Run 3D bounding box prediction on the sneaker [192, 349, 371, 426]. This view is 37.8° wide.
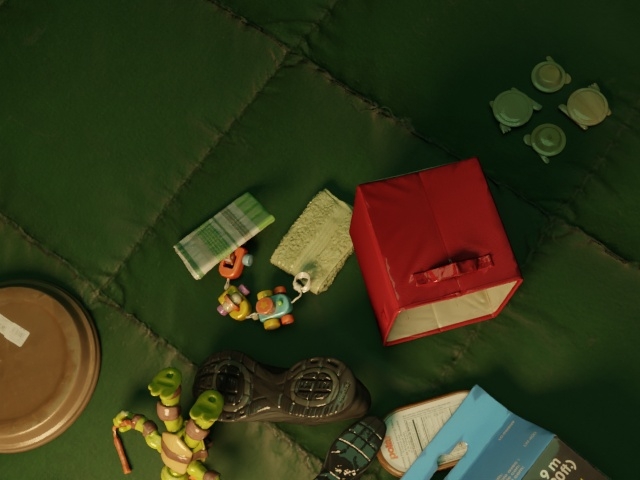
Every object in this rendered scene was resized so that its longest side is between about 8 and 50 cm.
[{"bbox_3d":[-0.059,0.229,1.366,0.286,0.130,0.109,2,68,30],"label":"sneaker"}]

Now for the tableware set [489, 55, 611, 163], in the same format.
[{"bbox_3d":[0.364,-0.210,1.488,0.169,0.020,0.141,-39,75,-7],"label":"tableware set"}]

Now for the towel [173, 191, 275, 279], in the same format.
[{"bbox_3d":[-0.149,-0.007,1.459,0.152,0.023,0.113,-36,35,-6],"label":"towel"}]

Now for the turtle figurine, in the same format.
[{"bbox_3d":[-0.189,0.295,1.335,0.269,0.217,0.087,37,43,25],"label":"turtle figurine"}]

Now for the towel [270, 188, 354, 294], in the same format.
[{"bbox_3d":[0.000,0.000,1.465,0.110,0.027,0.148,34,80,15],"label":"towel"}]

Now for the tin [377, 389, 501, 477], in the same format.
[{"bbox_3d":[0.170,0.280,1.361,0.190,0.040,0.106,-17,69,2],"label":"tin"}]

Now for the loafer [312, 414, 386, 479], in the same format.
[{"bbox_3d":[0.035,0.323,1.343,0.062,0.061,0.170,38,86,16],"label":"loafer"}]

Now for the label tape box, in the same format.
[{"bbox_3d":[0.276,0.389,1.258,0.334,0.106,0.240,39,82,7],"label":"label tape box"}]

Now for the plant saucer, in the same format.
[{"bbox_3d":[-0.482,0.189,1.460,0.278,0.041,0.278,-2,73,7],"label":"plant saucer"}]

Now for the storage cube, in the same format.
[{"bbox_3d":[0.156,0.020,1.345,0.184,0.215,0.193,-14,71,-7],"label":"storage cube"}]

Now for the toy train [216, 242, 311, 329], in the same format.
[{"bbox_3d":[-0.103,0.066,1.432,0.166,0.046,0.125,19,84,26],"label":"toy train"}]
